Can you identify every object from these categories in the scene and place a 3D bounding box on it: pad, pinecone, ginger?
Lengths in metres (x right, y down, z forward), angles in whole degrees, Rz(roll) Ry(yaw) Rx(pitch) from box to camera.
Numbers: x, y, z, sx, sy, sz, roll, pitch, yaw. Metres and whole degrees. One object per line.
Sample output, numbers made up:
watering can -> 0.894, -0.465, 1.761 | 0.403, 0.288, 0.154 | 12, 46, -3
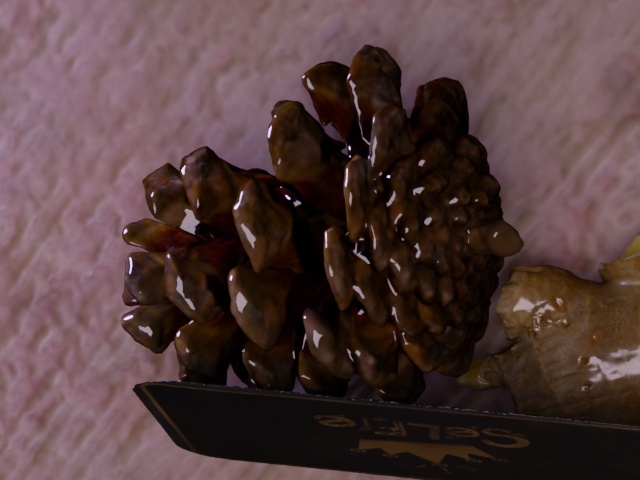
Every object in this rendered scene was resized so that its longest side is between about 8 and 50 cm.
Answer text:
pad -> 0.062, 0.155, 1.221 | 0.375, 0.315, 0.063 | 4, 71, 8
pinecone -> 0.000, 0.000, 1.239 | 0.309, 0.244, 0.244 | -11, 101, 29
ginger -> 0.200, 0.079, 1.286 | 0.216, 0.102, 0.157 | -13, 93, 11
